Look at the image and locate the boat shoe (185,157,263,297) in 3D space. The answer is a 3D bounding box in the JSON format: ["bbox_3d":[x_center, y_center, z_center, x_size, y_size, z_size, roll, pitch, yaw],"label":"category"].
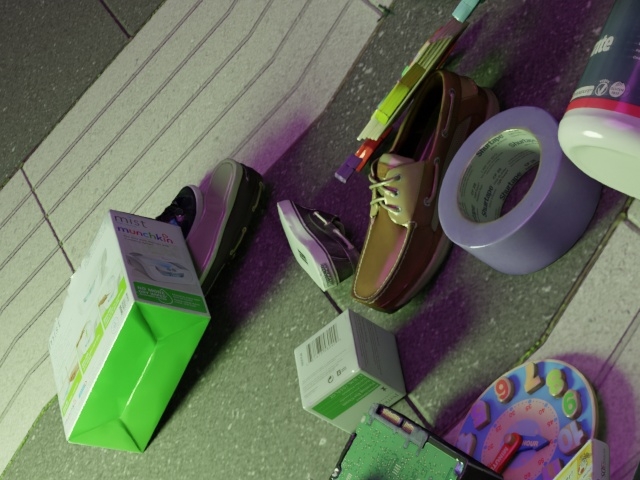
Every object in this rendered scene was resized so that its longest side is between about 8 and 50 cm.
[{"bbox_3d":[-0.147,-0.004,2.295,0.081,0.068,0.228,20,88,50],"label":"boat shoe"}]

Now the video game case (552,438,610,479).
[{"bbox_3d":[0.213,0.334,1.515,0.227,0.026,0.206,-58,13,38],"label":"video game case"}]

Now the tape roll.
[{"bbox_3d":[0.236,-0.059,1.851,0.189,0.080,0.189,-32,43,35],"label":"tape roll"}]

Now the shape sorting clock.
[{"bbox_3d":[0.216,0.221,1.692,0.206,0.040,0.206,-31,43,34],"label":"shape sorting clock"}]

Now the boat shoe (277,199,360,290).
[{"bbox_3d":[0.000,0.000,2.116,0.070,0.078,0.219,-22,31,-9],"label":"boat shoe"}]

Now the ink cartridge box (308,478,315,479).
[{"bbox_3d":[-0.015,0.342,1.744,0.122,0.052,0.088,-55,28,12],"label":"ink cartridge box"}]

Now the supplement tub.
[{"bbox_3d":[0.387,-0.186,1.660,0.191,0.191,0.272,12,74,54],"label":"supplement tub"}]

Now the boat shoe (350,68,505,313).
[{"bbox_3d":[0.113,-0.070,1.976,0.122,0.120,0.324,10,72,54],"label":"boat shoe"}]

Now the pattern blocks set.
[{"bbox_3d":[0.120,-0.208,2.015,0.325,0.026,0.285,-52,-2,14],"label":"pattern blocks set"}]

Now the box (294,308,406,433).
[{"bbox_3d":[0.036,0.161,1.921,0.101,0.087,0.102,-39,39,26],"label":"box"}]

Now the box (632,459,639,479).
[{"bbox_3d":[0.373,0.257,1.411,0.184,0.103,0.261,10,73,52],"label":"box"}]

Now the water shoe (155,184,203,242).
[{"bbox_3d":[-0.249,-0.004,2.412,0.073,0.080,0.203,8,70,53],"label":"water shoe"}]

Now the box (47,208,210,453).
[{"bbox_3d":[-0.286,0.130,2.256,0.262,0.126,0.231,-62,29,25],"label":"box"}]

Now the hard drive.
[{"bbox_3d":[0.053,0.367,1.730,0.237,0.064,0.339,23,86,62],"label":"hard drive"}]
